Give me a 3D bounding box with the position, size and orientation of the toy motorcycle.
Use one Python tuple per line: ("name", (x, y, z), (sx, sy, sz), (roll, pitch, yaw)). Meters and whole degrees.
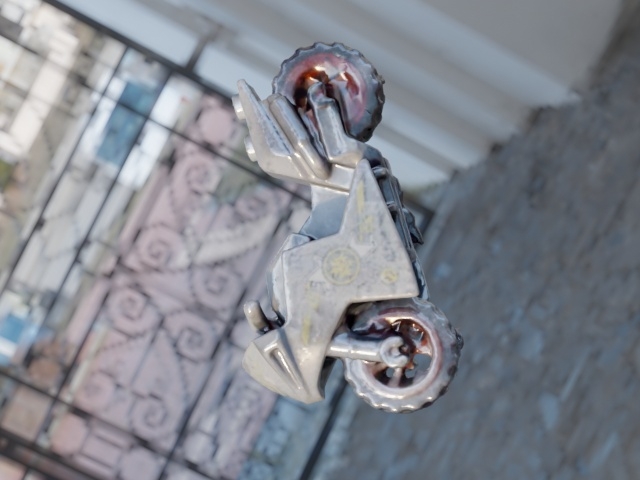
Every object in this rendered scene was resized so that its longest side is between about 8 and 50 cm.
("toy motorcycle", (0.000, 0.000, 1.010), (0.080, 0.122, 0.215), (35, -142, -78))
